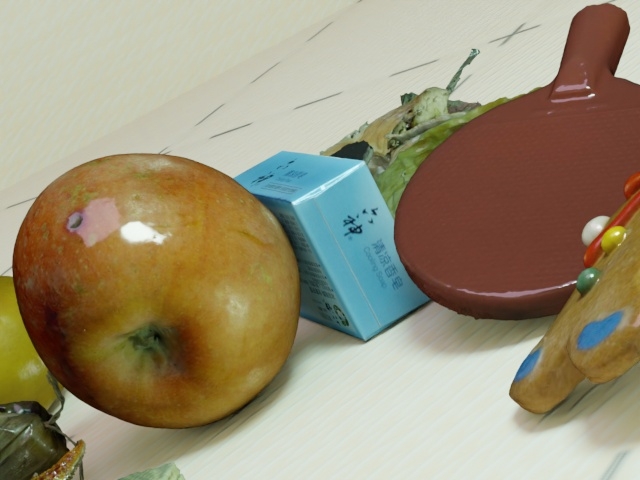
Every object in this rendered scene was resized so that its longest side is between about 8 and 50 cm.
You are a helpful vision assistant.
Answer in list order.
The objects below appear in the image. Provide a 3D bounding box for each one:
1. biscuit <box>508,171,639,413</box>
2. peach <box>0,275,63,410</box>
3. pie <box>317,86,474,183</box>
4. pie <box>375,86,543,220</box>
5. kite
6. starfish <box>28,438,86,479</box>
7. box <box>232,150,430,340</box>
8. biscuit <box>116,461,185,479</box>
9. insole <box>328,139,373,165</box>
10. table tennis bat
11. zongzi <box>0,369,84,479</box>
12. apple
[{"bbox_3d":[0.233,-0.016,1.249,0.324,0.049,0.205,-51,4,-27],"label":"biscuit"},{"bbox_3d":[-0.375,0.140,1.840,0.251,0.153,0.251,-27,7,4],"label":"peach"},{"bbox_3d":[0.040,-0.058,1.921,0.337,0.075,0.337,-30,16,10],"label":"pie"},{"bbox_3d":[0.176,-0.072,1.661,0.306,0.071,0.306,-15,20,6],"label":"pie"},{"bbox_3d":[0.142,-0.164,2.077,0.139,0.011,0.157,-1,-44,-42],"label":"kite"},{"bbox_3d":[-0.263,0.238,1.404,0.240,0.043,0.227,-29,18,41],"label":"starfish"},{"bbox_3d":[0.000,0.000,1.644,0.083,0.143,0.232,-31,14,-16],"label":"box"},{"bbox_3d":[-0.178,0.240,1.342,0.121,0.041,0.199,-24,15,20],"label":"biscuit"},{"bbox_3d":[-0.057,0.011,1.799,0.309,0.012,0.110,-49,27,-14],"label":"insole"},{"bbox_3d":[0.205,-0.075,1.512,0.268,0.051,0.415,-5,36,24],"label":"table tennis bat"},{"bbox_3d":[-0.335,0.248,1.525,0.247,0.111,0.241,-16,35,19],"label":"zongzi"},{"bbox_3d":[-0.141,0.046,1.536,0.253,0.254,0.253,-26,14,7],"label":"apple"}]
